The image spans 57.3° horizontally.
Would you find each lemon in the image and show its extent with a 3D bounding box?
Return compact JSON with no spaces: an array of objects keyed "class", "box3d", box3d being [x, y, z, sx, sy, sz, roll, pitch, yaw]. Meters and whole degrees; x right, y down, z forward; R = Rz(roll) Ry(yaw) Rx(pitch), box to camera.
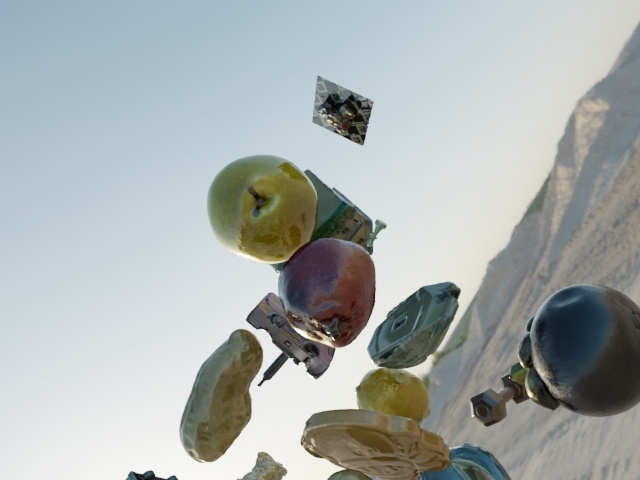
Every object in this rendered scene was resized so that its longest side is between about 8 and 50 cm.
[{"class":"lemon","box3d":[0.260,0.568,2.097,0.233,0.288,0.234,-161,90,-87]}]

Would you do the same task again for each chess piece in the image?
[{"class":"chess piece","box3d":[0.174,-0.020,1.877,0.093,0.042,0.042,-59,-15,15]}]

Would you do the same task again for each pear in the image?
[{"class":"pear","box3d":[-0.183,-0.099,1.877,0.362,0.362,0.418,-57,6,-5]}]

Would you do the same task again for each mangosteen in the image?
[{"class":"mangosteen","box3d":[0.524,0.233,1.202,0.302,0.275,0.275,-32,3,37]}]

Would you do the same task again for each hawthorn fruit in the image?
[{"class":"hawthorn fruit","box3d":[0.021,0.148,1.502,0.307,0.265,0.265,-100,24,-51]}]

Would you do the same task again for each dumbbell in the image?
[{"class":"dumbbell","box3d":[0.477,0.406,1.525,0.230,0.082,0.092,-12,-25,-45]}]

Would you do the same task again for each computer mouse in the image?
[{"class":"computer mouse","box3d":[0.323,0.298,1.930,0.429,0.145,0.228,-45,15,38]}]

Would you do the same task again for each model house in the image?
[{"class":"model house","box3d":[0.000,0.000,2.239,0.382,0.334,0.342,-48,-46,4]}]

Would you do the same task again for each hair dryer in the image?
[{"class":"hair dryer","box3d":[-0.136,0.419,2.028,0.248,0.078,0.196,-44,-19,-25]}]

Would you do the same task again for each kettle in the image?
[{"class":"kettle","box3d":[0.395,0.686,1.496,0.247,0.342,0.319,-7,-28,-40]}]

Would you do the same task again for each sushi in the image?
[{"class":"sushi","box3d":[0.062,-0.437,2.056,0.047,0.219,0.231,-56,-13,-30]}]

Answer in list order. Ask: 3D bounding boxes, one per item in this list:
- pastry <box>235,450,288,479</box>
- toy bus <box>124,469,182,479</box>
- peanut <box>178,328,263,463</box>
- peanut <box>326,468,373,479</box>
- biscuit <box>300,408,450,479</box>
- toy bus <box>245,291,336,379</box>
[{"class":"pastry","box3d":[-0.170,0.679,1.644,0.089,0.121,0.258,-54,-6,2]},{"class":"toy bus","box3d":[-0.361,0.570,1.269,0.103,0.091,0.182,-50,-38,-5]},{"class":"peanut","box3d":[-0.274,0.442,1.675,0.169,0.192,0.387,-11,57,67]},{"class":"peanut","box3d":[0.082,0.620,1.269,0.159,0.143,0.291,-64,-35,-38]},{"class":"biscuit","box3d":[0.131,0.481,1.346,0.312,0.351,0.057,-31,35,42]},{"class":"toy bus","box3d":[-0.079,0.273,1.699,0.090,0.274,0.112,-50,-1,37]}]
